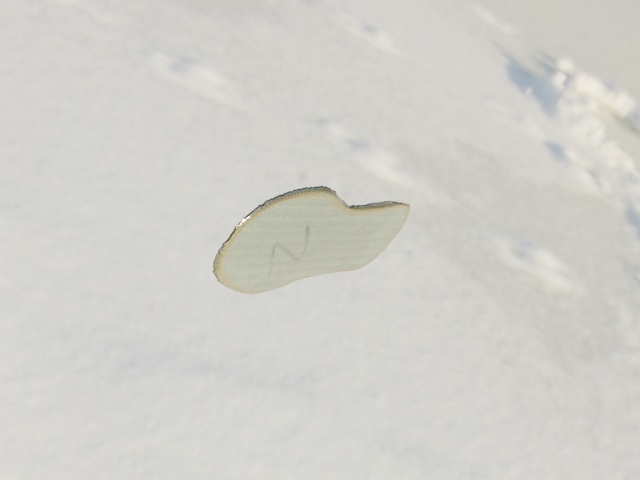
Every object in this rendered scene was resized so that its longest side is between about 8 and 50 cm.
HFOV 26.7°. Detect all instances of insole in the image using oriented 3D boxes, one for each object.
[{"bbox_3d":[0.000,0.000,0.651,0.004,0.064,0.188,42,18,19],"label":"insole"}]
